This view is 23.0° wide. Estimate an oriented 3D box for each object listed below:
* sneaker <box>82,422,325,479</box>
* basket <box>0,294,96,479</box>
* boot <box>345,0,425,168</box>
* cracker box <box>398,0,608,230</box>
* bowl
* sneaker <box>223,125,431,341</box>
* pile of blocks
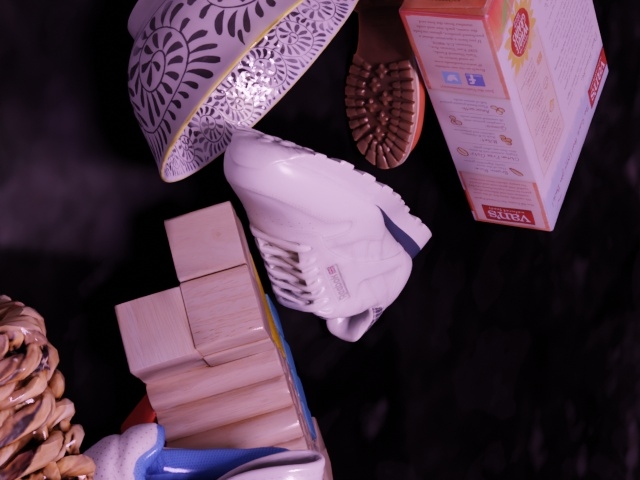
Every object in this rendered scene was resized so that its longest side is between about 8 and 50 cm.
[{"bbox_3d":[-0.034,0.240,0.893,0.323,0.130,0.236,33,103,-12],"label":"sneaker"},{"bbox_3d":[-0.233,0.165,0.647,0.299,0.213,0.223,-18,103,-26],"label":"basket"},{"bbox_3d":[0.063,-0.129,1.084,0.084,0.059,0.158,-9,106,-51],"label":"boot"},{"bbox_3d":[0.134,-0.137,1.101,0.155,0.067,0.232,-66,150,-29],"label":"cracker box"},{"bbox_3d":[-0.059,-0.121,0.912,0.170,0.080,0.170,-46,175,-5],"label":"bowl"},{"bbox_3d":[0.000,0.000,1.002,0.095,0.090,0.235,-60,150,-4],"label":"sneaker"},{"bbox_3d":[-0.055,0.149,1.009,0.113,0.149,0.362,-16,108,2],"label":"pile of blocks"}]
